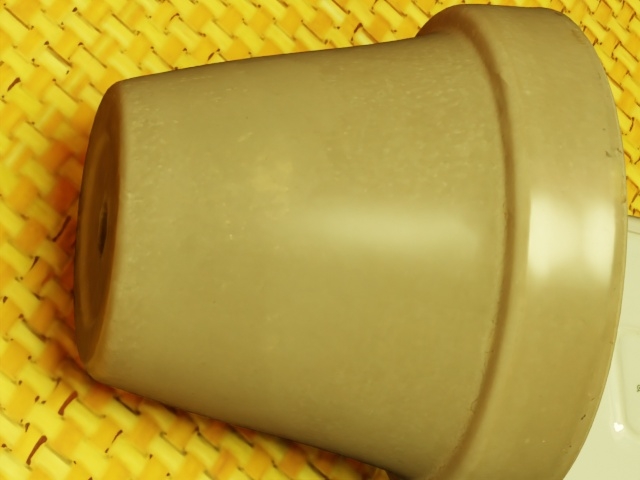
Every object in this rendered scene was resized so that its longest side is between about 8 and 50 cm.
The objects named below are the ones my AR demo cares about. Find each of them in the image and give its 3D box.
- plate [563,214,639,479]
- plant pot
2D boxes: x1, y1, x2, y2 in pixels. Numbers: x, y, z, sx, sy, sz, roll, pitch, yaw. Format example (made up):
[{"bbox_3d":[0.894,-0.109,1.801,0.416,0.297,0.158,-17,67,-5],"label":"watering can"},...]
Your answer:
[{"bbox_3d":[0.194,0.097,1.147,0.278,0.045,0.277,12,64,-30],"label":"plate"},{"bbox_3d":[0.000,0.000,0.944,0.229,0.263,0.263,6,66,-15],"label":"plant pot"}]
